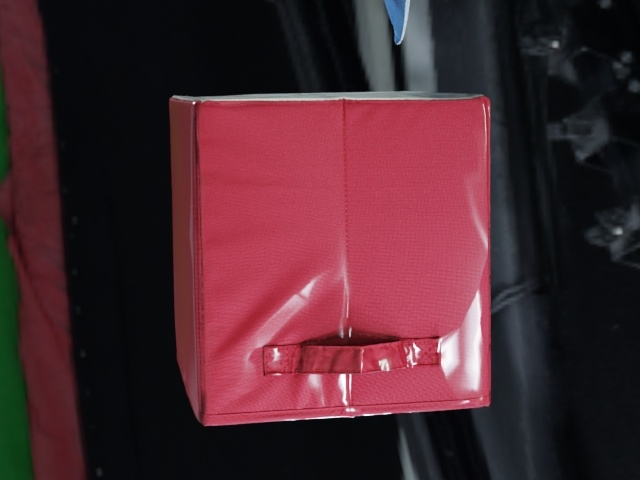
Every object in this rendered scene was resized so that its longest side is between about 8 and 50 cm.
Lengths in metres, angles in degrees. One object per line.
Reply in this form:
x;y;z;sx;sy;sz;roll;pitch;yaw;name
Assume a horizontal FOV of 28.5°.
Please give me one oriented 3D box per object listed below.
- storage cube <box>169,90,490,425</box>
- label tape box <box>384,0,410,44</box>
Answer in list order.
0.000;0.000;0.826;0.215;0.184;0.193;-149;-122;-77;storage cube
-0.046;-0.327;0.917;0.249;0.115;0.347;86;-18;-71;label tape box
